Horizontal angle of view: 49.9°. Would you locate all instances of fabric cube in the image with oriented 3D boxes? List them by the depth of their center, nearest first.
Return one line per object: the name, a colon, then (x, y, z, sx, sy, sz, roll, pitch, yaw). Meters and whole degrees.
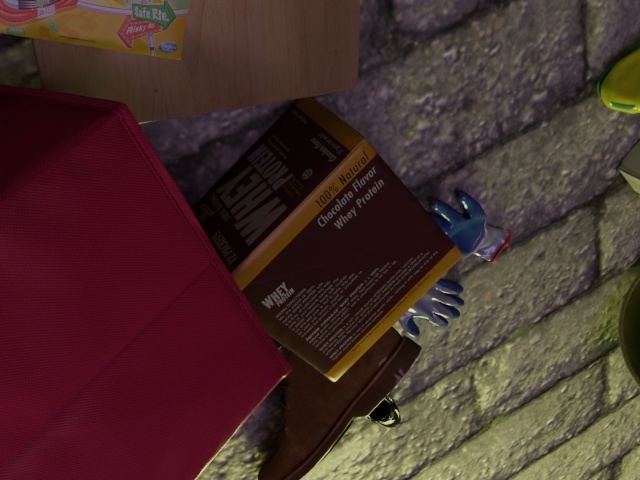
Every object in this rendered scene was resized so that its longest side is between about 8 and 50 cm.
fabric cube: (-0.228, 0.071, 0.485, 0.258, 0.254, 0.259, -47, 130, -26)

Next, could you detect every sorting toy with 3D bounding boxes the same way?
sorting toy: (-0.101, -0.234, 0.524, 0.255, 0.089, 0.257, -13, 123, -21)

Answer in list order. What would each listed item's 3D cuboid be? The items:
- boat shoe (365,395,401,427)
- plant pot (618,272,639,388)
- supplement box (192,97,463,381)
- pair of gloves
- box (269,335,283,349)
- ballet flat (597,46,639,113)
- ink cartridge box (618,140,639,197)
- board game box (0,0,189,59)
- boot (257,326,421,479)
boat shoe: (0.079, 0.226, 0.930, 0.046, 0.038, 0.125, -37, 129, -4)
plant pot: (0.648, 0.154, 1.078, 0.293, 0.275, 0.275, 16, 110, -52)
supplement box: (0.000, 0.000, 0.694, 0.191, 0.129, 0.194, -45, 129, 3)
pair of gloves: (0.151, 0.036, 0.866, 0.159, 0.023, 0.198, 20, 106, -35)
box: (-0.095, 0.108, 0.757, 0.083, 0.052, 0.062, -33, 128, -9)
ballet flat: (0.440, -0.234, 0.822, 0.231, 0.077, 0.077, -41, 128, -1)
ink cartridge box: (0.495, -0.093, 0.945, 0.150, 0.063, 0.109, 34, 99, -38)
board game box: (-0.161, -0.182, 0.448, 0.154, 0.026, 0.104, 1, 117, -28)
boot: (-0.008, 0.199, 0.847, 0.305, 0.115, 0.112, -55, 173, 26)
